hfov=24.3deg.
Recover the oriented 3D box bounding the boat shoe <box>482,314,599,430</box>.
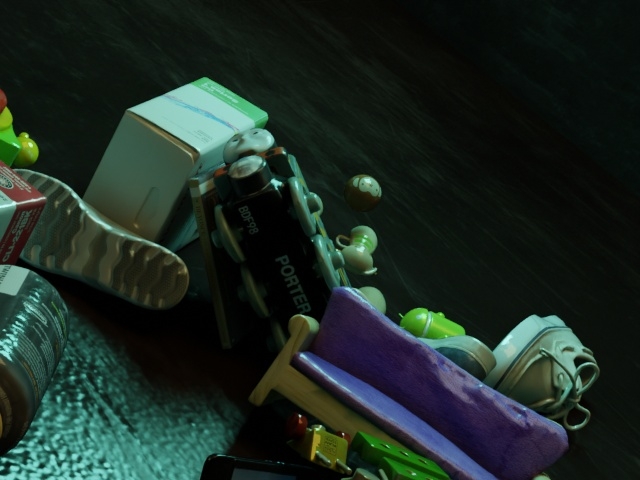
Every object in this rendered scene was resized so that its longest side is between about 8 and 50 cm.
[{"bbox_3d":[0.339,0.207,2.191,0.156,0.136,0.367,41,13,17],"label":"boat shoe"}]

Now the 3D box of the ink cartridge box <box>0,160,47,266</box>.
[{"bbox_3d":[-0.470,-0.042,1.645,0.197,0.114,0.273,38,23,15],"label":"ink cartridge box"}]

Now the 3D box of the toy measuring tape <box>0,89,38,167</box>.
[{"bbox_3d":[-0.510,-0.182,1.898,0.330,0.121,0.121,27,21,-23],"label":"toy measuring tape"}]

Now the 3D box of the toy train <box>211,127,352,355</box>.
[{"bbox_3d":[-0.041,0.016,1.899,0.190,0.142,0.334,-102,169,-59],"label":"toy train"}]

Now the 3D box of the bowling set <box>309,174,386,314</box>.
[{"bbox_3d":[0.000,0.000,2.093,0.287,0.200,0.154,26,22,-1],"label":"bowling set"}]

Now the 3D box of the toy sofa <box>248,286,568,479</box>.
[{"bbox_3d":[0.110,0.208,1.733,0.362,0.177,0.150,34,1,6],"label":"toy sofa"}]

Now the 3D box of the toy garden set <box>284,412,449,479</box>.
[{"bbox_3d":[0.078,0.263,1.502,0.203,0.049,0.244,25,6,-27],"label":"toy garden set"}]

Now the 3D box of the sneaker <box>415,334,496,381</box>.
[{"bbox_3d":[0.117,0.207,1.931,0.086,0.163,0.226,43,-22,-8],"label":"sneaker"}]

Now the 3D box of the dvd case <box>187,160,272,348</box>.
[{"bbox_3d":[-0.113,0.011,1.925,0.018,0.221,0.164,-7,11,19],"label":"dvd case"}]

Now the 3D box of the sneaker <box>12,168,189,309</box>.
[{"bbox_3d":[-0.290,0.013,1.839,0.281,0.105,0.115,32,-9,6],"label":"sneaker"}]

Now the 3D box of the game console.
[{"bbox_3d":[-0.052,0.291,1.509,0.144,0.124,0.085,15,-1,-37],"label":"game console"}]

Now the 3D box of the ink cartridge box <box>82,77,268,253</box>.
[{"bbox_3d":[-0.201,-0.089,1.996,0.117,0.201,0.278,32,21,7],"label":"ink cartridge box"}]

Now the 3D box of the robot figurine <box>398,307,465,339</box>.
[{"bbox_3d":[0.163,0.141,2.161,0.115,0.067,0.101,27,19,-10],"label":"robot figurine"}]

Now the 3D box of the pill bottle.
[{"bbox_3d":[-0.327,0.127,1.433,0.130,0.130,0.246,28,21,-9],"label":"pill bottle"}]
